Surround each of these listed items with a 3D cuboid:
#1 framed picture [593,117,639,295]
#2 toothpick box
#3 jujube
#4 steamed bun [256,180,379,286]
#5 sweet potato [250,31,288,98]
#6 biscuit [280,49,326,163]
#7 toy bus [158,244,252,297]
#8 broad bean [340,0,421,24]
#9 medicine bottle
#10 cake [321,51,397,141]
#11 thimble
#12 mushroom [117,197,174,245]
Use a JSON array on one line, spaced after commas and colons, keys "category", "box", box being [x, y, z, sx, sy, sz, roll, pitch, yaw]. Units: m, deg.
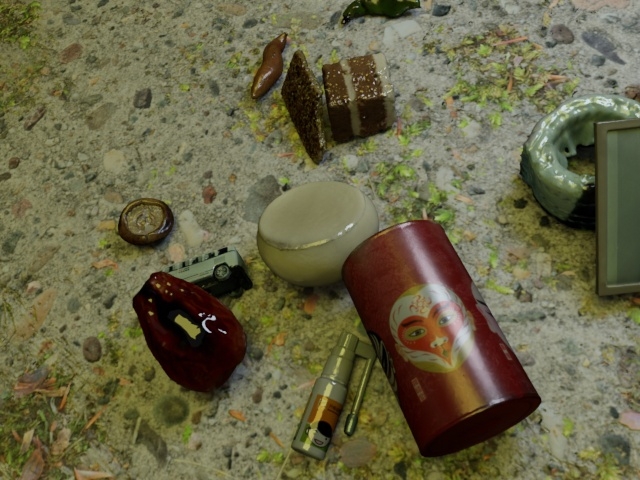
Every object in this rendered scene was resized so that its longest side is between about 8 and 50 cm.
[{"category": "framed picture", "box": [0.551, -0.058, 1.065, 0.213, 0.016, 0.289, -6, 104, 1]}, {"category": "toothpick box", "box": [0.185, 0.155, 1.076, 0.204, 0.204, 0.333, -24, 59, 2]}, {"category": "jujube", "box": [-0.245, 0.163, 1.200, 0.236, 0.168, 0.168, 45, 80, 5]}, {"category": "steamed bun", "box": [0.000, 0.000, 1.239, 0.232, 0.145, 0.231, -11, 37, 8]}, {"category": "sweet potato", "box": [-0.118, -0.411, 1.559, 0.055, 0.058, 0.202, -27, 39, 53]}, {"category": "biscuit", "box": [-0.031, -0.291, 1.428, 0.026, 0.131, 0.236, -6, 55, -25]}, {"category": "toy bus", "box": [-0.239, 0.077, 1.310, 0.194, 0.087, 0.089, -19, 52, 6]}, {"category": "broad bean", "box": [0.142, -0.557, 1.567, 0.196, 0.046, 0.061, -7, 72, 18]}, {"category": "medicine bottle", "box": [0.030, 0.272, 1.145, 0.092, 0.061, 0.220, 22, 68, -1]}, {"category": "cake", "box": [0.083, -0.304, 1.401, 0.147, 0.134, 0.135, -10, 60, 0]}, {"category": "thimble", "box": [0.481, -0.142, 1.184, 0.238, 0.150, 0.237, -6, 63, 13]}, {"category": "mushroom", "box": [-0.378, -0.037, 1.428, 0.123, 0.052, 0.123, -3, 62, 6]}]
